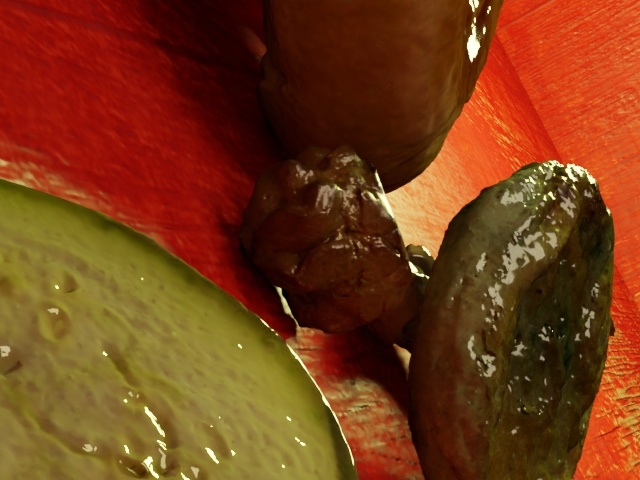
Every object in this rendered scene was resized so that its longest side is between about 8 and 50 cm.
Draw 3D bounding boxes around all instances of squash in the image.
[{"bbox_3d":[-0.106,0.047,0.366,0.220,0.133,0.220,47,22,-25],"label":"squash"}]

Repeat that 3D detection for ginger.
[{"bbox_3d":[0.101,0.084,1.046,0.290,0.084,0.122,43,56,-49],"label":"ginger"}]

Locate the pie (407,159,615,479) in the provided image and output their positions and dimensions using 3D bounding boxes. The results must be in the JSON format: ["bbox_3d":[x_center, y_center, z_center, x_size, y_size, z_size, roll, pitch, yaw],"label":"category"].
[{"bbox_3d":[0.148,0.084,0.969,0.277,0.078,0.277,-9,101,-54],"label":"pie"}]

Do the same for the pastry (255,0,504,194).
[{"bbox_3d":[0.049,-0.201,0.975,0.356,0.163,0.356,16,90,-82],"label":"pastry"}]

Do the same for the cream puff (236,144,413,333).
[{"bbox_3d":[0.000,0.000,0.837,0.122,0.094,0.116,131,-64,-82],"label":"cream puff"}]
